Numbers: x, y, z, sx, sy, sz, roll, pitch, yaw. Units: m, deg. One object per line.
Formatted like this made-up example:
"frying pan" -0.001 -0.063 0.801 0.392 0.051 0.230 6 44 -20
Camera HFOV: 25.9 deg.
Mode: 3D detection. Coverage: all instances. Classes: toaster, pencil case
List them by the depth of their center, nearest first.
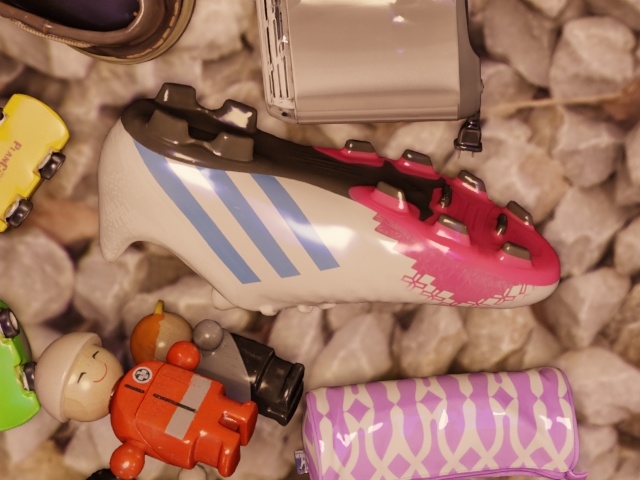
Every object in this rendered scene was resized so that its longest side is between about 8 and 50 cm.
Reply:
"toaster" 0.032 -0.165 0.945 0.146 0.129 0.227 -4 107 3
"pencil case" 0.084 0.142 1.006 0.206 0.086 0.088 -7 61 -3

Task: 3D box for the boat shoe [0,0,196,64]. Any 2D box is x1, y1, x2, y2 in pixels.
"boat shoe" -0.247 -0.234 0.926 0.355 0.130 0.132 24 97 -5

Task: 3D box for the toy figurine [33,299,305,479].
"toy figurine" -0.119 0.155 0.950 0.148 0.209 0.213 19 103 11

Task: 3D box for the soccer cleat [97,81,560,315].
"soccer cleat" 0.000 0.000 0.990 0.331 0.116 0.143 19 117 -4

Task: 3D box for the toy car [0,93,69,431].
"toy car" -0.263 0.029 1.005 0.239 0.053 0.225 -20 99 3
